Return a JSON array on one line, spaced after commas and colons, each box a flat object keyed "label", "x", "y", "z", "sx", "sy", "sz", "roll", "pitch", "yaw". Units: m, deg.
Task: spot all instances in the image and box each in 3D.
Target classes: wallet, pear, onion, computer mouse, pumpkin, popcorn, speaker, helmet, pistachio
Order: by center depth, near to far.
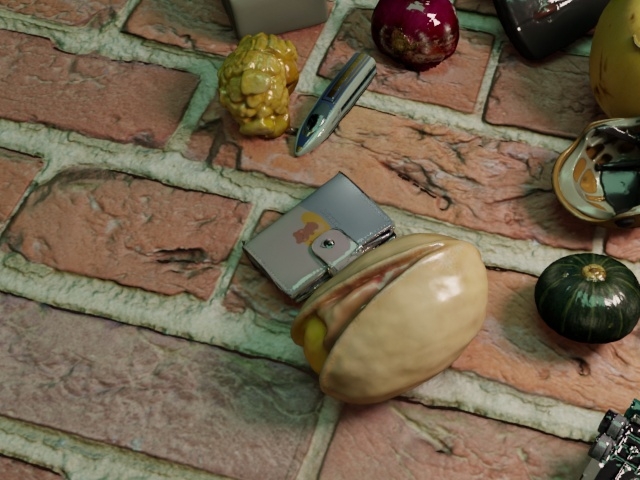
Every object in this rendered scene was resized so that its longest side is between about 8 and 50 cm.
[{"label": "pistachio", "x": 0.111, "y": 0.107, "z": 1.651, "sx": 0.308, "sy": 0.230, "sz": 0.230, "roll": -28, "pitch": 58, "yaw": -8}, {"label": "pumpkin", "x": 0.419, "y": 0.090, "z": 1.719, "sx": 0.167, "sy": 0.125, "sz": 0.167, "roll": -4, "pitch": 51, "yaw": 5}, {"label": "wallet", "x": 0.000, "y": 0.000, "z": 1.829, "sx": 0.231, "sy": 0.069, "sz": 0.170, "roll": -36, "pitch": 57, "yaw": -16}, {"label": "helmet", "x": 0.514, "y": -0.100, "z": 1.851, "sx": 0.224, "sy": 0.130, "sz": 0.198, "roll": -22, "pitch": 55, "yaw": 19}, {"label": "pear", "x": 0.614, "y": -0.322, "z": 1.907, "sx": 0.309, "sy": 0.309, "sz": 0.309, "roll": 0, "pitch": 54, "yaw": 1}, {"label": "popcorn", "x": -0.117, "y": -0.284, "z": 1.982, "sx": 0.140, "sy": 0.163, "sz": 0.194, "roll": 0, "pitch": 78, "yaw": 30}, {"label": "computer mouse", "x": 0.464, "y": -0.466, "z": 2.098, "sx": 0.269, "sy": 0.100, "sz": 0.170, "roll": -33, "pitch": 98, "yaw": -19}, {"label": "onion", "x": 0.191, "y": -0.435, "z": 2.099, "sx": 0.173, "sy": 0.135, "sz": 0.198, "roll": 18, "pitch": 54, "yaw": 10}, {"label": "speaker", "x": -0.137, "y": -0.583, "z": 2.188, "sx": 0.184, "sy": 0.183, "sz": 0.406, "roll": -19, "pitch": 56, "yaw": -6}]

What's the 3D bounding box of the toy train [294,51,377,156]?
[{"label": "toy train", "x": 0.022, "y": -0.249, "z": 2.020, "sx": 0.055, "sy": 0.048, "sz": 0.252, "roll": 24, "pitch": 58, "yaw": 20}]

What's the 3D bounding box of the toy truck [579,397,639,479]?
[{"label": "toy truck", "x": 0.414, "y": 0.337, "z": 1.542, "sx": 0.114, "sy": 0.124, "sz": 0.253, "roll": 30, "pitch": 62, "yaw": 21}]
